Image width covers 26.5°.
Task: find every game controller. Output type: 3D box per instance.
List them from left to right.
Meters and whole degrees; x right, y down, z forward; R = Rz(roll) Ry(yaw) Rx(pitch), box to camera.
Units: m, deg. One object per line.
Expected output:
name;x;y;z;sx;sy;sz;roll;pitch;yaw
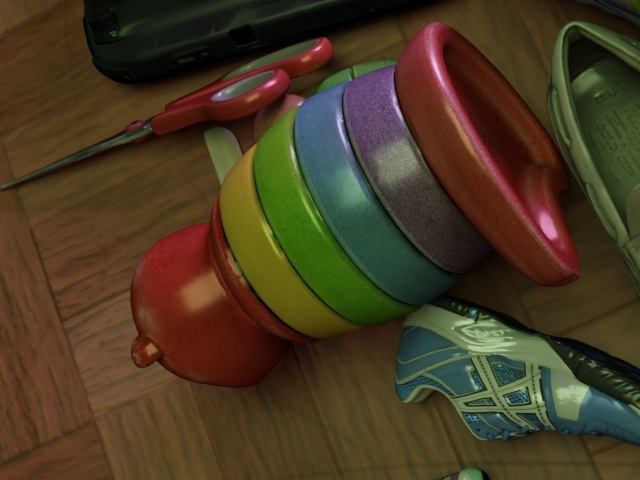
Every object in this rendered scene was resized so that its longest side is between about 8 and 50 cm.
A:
game controller;-0.039;-0.228;1.039;0.319;0.067;0.166;-13;61;15

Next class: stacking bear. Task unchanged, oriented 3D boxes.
stacking bear;0.000;0.000;0.888;0.289;0.175;0.164;-32;114;23

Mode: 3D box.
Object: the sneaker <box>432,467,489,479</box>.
sneaker;0.087;0.207;0.916;0.069;0.038;0.098;-15;66;16

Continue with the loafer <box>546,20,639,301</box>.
loafer;0.227;-0.010;0.831;0.112;0.111;0.319;-35;54;6

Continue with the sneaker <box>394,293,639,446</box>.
sneaker;0.144;0.101;0.901;0.211;0.080;0.081;21;93;30

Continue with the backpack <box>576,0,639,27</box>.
backpack;0.248;-0.247;0.858;0.356;0.273;0.290;24;89;-1

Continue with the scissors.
scissors;-0.121;-0.093;1.044;0.297;0.109;0.021;-16;113;36

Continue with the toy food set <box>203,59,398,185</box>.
toy food set;0.014;-0.065;0.973;0.218;0.071;0.128;-17;74;15
